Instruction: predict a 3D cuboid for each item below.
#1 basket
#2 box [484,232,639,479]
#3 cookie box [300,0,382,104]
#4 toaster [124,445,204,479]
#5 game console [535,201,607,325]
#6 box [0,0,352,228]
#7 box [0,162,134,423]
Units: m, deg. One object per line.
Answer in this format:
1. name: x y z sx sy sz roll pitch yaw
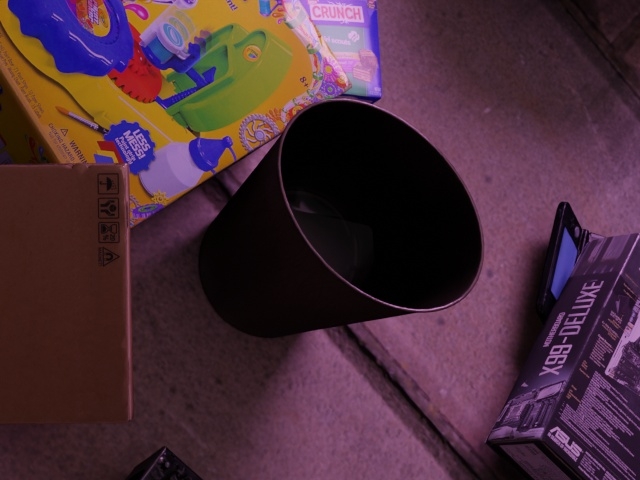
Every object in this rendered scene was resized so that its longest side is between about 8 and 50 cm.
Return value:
1. basket: 0.000 0.000 1.618 0.204 0.227 0.154 41 61 -12
2. box: 0.323 0.181 1.799 0.307 0.076 0.242 43 60 -23
3. cookie box: 0.008 -0.183 1.784 0.092 0.040 0.107 5 73 -27
4. toaster: -0.124 0.286 1.536 0.185 0.110 0.168 43 61 -11
5. game console: 0.263 0.038 1.837 0.107 0.071 0.122 54 46 -55
6. box: -0.183 -0.165 1.597 0.279 0.177 0.290 -35 94 -32
7. box: -0.227 0.041 1.454 0.164 0.021 0.201 0 95 0
